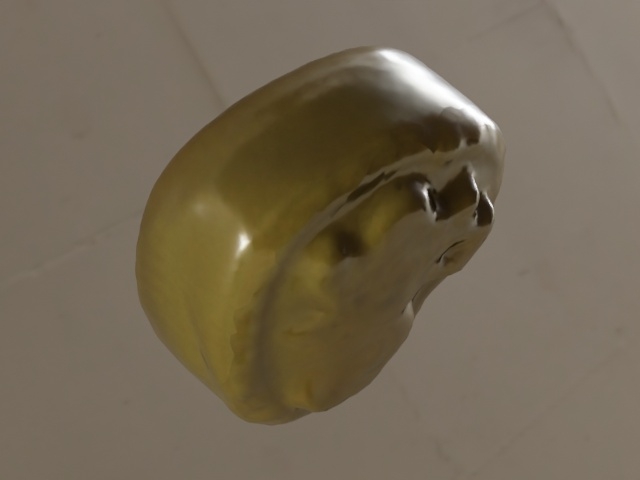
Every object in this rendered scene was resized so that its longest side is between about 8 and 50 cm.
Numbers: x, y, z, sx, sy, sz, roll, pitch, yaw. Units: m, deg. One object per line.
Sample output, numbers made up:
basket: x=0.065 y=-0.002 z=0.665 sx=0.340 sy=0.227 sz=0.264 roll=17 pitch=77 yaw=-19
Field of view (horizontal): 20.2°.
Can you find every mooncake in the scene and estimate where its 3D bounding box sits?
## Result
mooncake: x=0.000 y=0.000 z=1.054 sx=0.235 sy=0.234 sz=0.117 roll=-16 pitch=-129 yaw=-47
